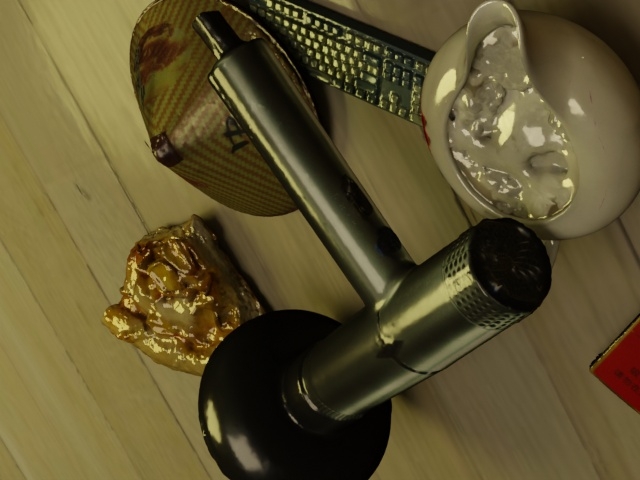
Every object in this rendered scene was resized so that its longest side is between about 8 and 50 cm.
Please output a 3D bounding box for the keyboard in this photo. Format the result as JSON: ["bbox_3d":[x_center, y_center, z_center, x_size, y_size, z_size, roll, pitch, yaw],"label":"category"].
[{"bbox_3d":[0.020,-0.126,0.872,0.176,0.014,0.055,28,135,25],"label":"keyboard"}]

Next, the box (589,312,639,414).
[{"bbox_3d":[0.241,0.072,0.807,0.090,0.023,0.133,41,137,9],"label":"box"}]

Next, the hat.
[{"bbox_3d":[-0.094,-0.083,0.940,0.193,0.082,0.193,24,134,28],"label":"hat"}]

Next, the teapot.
[{"bbox_3d":[0.130,-0.061,0.759,0.145,0.092,0.226,20,137,35],"label":"teapot"}]

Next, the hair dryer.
[{"bbox_3d":[0.006,0.002,0.885,0.284,0.155,0.320,64,146,22],"label":"hair dryer"}]

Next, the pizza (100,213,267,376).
[{"bbox_3d":[-0.113,0.048,1.069,0.182,0.062,0.161,27,126,27],"label":"pizza"}]
